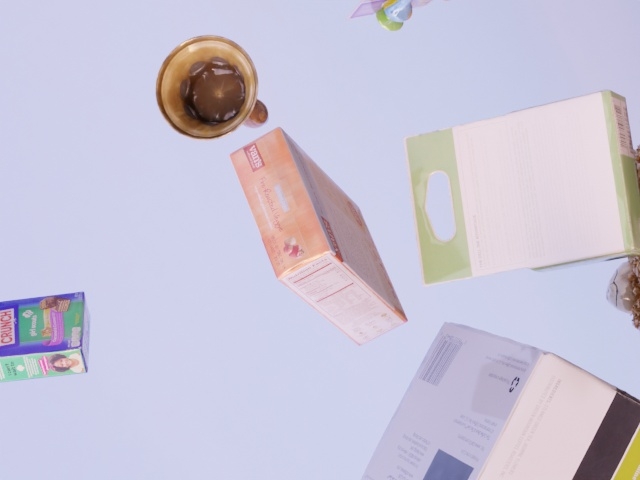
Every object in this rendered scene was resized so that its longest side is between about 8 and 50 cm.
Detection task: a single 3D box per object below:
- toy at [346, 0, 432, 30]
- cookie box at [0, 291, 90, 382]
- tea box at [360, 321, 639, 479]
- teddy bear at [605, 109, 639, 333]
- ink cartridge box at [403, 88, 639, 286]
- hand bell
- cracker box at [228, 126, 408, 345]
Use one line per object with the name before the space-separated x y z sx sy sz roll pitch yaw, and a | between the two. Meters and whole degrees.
toy | 0.145 -0.338 2.311 0.137 0.237 0.056 -14 -103 -30
cookie box | -0.295 0.100 1.819 0.092 0.107 0.040 -97 0 -51
tea box | 0.258 0.259 1.791 0.324 0.220 0.329 30 177 -13
teddy bear | 0.388 -0.014 2.000 0.338 0.113 0.245 94 158 -60
ink cartridge box | 0.213 -0.050 1.842 0.056 0.235 0.171 10 -109 -61
hand bell | -0.107 -0.170 2.173 0.126 0.126 0.242 66 -170 9
cracker box | 0.000 0.000 1.825 0.232 0.067 0.155 44 -159 -60
